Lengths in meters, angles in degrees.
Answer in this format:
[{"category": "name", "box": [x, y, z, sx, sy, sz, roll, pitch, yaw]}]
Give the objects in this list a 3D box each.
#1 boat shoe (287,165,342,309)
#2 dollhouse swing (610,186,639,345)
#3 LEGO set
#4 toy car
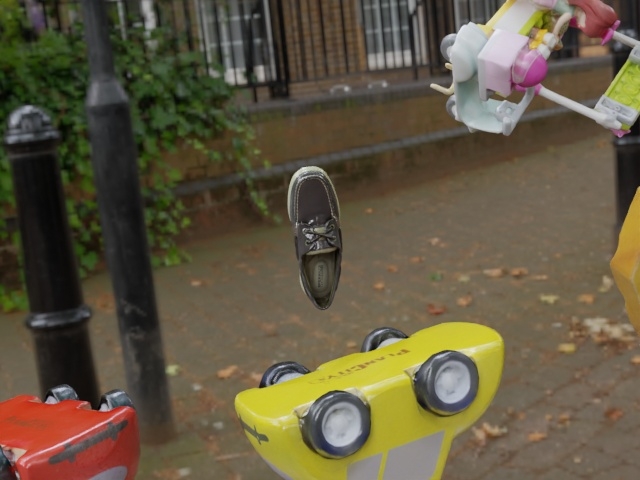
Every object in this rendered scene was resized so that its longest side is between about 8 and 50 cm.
[{"category": "boat shoe", "box": [0.000, 0.000, 0.967, 0.056, 0.152, 0.049, -12, 27, -7]}, {"category": "dollhouse swing", "box": [0.368, -0.029, 0.774, 0.304, 0.347, 0.315, -25, 29, 10]}, {"category": "LEGO set", "box": [0.180, -0.168, 0.573, 0.107, 0.287, 0.132, 28, -15, 17]}, {"category": "toy car", "box": [-0.059, 0.093, 0.295, 0.238, 0.053, 0.225, -12, 9, 14]}]
